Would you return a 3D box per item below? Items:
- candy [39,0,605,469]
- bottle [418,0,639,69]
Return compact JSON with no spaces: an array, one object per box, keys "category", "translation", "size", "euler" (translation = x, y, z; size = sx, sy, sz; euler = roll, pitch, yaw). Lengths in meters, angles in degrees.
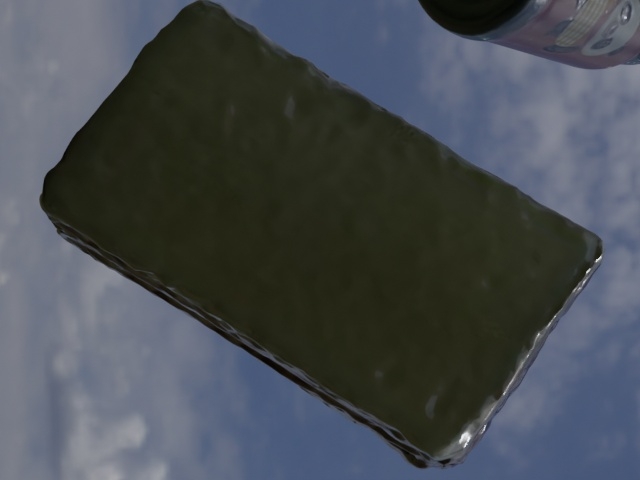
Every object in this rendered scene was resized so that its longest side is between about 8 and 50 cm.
[{"category":"candy","translation":[0.000,0.000,0.960],"size":[0.179,0.320,0.135],"euler":[-58,174,-10]},{"category":"bottle","translation":[0.227,-0.234,1.349],"size":[0.144,0.336,0.144],"euler":[-2,-93,37]}]
